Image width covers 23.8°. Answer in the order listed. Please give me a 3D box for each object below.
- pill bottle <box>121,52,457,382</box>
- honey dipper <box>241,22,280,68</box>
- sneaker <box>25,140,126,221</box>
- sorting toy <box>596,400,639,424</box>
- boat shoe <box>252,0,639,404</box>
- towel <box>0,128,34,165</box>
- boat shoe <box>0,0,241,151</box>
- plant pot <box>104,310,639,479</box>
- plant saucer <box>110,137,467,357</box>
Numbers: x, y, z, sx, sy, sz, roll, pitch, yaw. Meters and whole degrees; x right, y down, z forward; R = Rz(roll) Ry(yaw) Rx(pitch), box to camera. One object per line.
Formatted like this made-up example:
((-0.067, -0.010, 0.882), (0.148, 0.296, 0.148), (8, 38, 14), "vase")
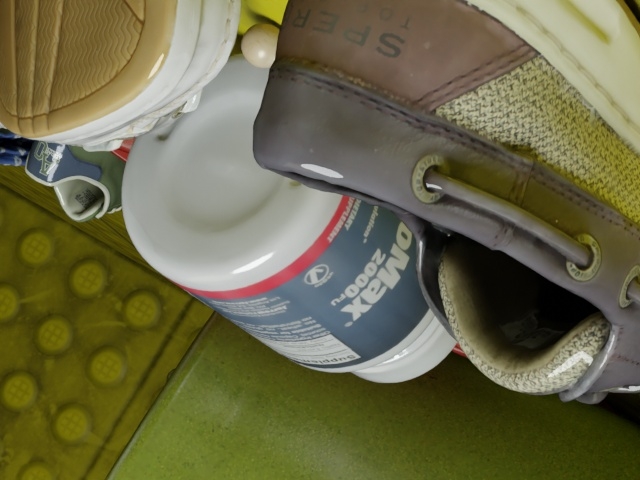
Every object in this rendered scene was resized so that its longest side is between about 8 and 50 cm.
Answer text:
((0.000, 0.000, 0.697), (0.108, 0.108, 0.180), (26, 172, 35), "pill bottle")
((0.036, -0.041, 0.588), (0.161, 0.030, 0.030), (33, 174, 12), "honey dipper")
((-0.152, -0.051, 1.057), (0.064, 0.086, 0.192), (29, 173, 17), "sneaker")
((0.213, 0.148, 1.115), (0.102, 0.042, 0.061), (31, 173, -8), "sorting toy")
((0.073, 0.001, 0.453), (0.103, 0.092, 0.285), (25, 171, 40), "boat shoe")
((-0.323, -0.118, 1.071), (0.243, 0.040, 0.336), (30, -164, 28), "towel")
((-0.084, -0.083, 0.590), (0.096, 0.098, 0.277), (7, -179, -29), "boat shoe")
((0.034, 0.210, 0.985), (0.353, 0.366, 0.366), (32, 173, 0), "plant pot")
((-0.012, -0.015, 0.902), (0.258, 0.047, 0.259), (36, 171, -37), "plant saucer")
